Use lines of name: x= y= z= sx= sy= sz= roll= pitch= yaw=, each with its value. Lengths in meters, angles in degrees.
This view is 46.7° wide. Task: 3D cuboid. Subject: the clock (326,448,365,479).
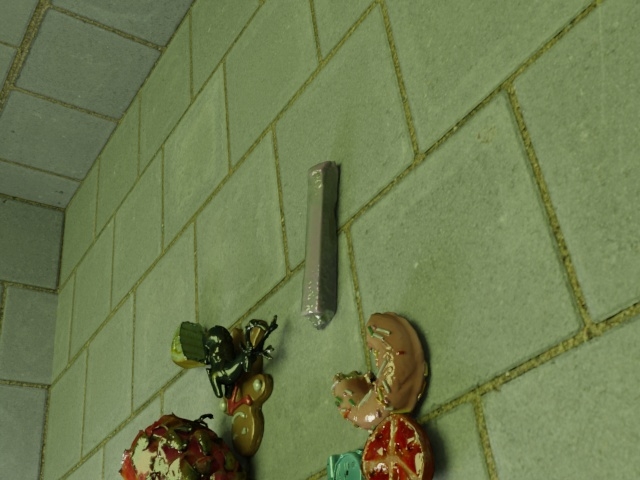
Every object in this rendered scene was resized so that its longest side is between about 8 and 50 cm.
clock: x=0.069 y=0.446 z=1.399 sx=0.147 sy=0.045 sz=0.108 roll=-37 pitch=49 yaw=45

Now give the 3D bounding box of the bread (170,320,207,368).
bread: x=-0.376 y=0.317 z=2.099 sx=0.110 sy=0.103 sz=0.156 roll=-52 pitch=31 yaw=24

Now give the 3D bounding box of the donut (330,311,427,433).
donut: x=0.106 y=0.257 z=1.385 sx=0.233 sy=0.085 sz=0.199 roll=-63 pitch=34 yaw=21

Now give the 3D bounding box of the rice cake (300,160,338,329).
rice cake: x=-0.001 y=-0.001 z=1.680 sx=0.070 sy=0.064 sz=0.399 roll=-21 pitch=59 yaw=46

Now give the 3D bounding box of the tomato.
tomato: x=0.147 y=0.382 z=1.280 sx=0.155 sy=0.069 sz=0.155 roll=-28 pitch=54 yaw=45

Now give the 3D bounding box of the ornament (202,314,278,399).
ornament: x=-0.191 y=0.242 z=1.795 sx=0.236 sy=0.080 sz=0.202 roll=-48 pitch=43 yaw=32

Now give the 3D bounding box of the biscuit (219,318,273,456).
biscuit: x=-0.192 y=0.363 z=1.845 sx=0.216 sy=0.047 sz=0.339 roll=-33 pitch=50 yaw=49

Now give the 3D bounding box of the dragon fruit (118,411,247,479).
dragon fruit: x=-0.308 y=0.560 z=1.771 sx=0.291 sy=0.269 sz=0.250 roll=20 pitch=85 yaw=24
